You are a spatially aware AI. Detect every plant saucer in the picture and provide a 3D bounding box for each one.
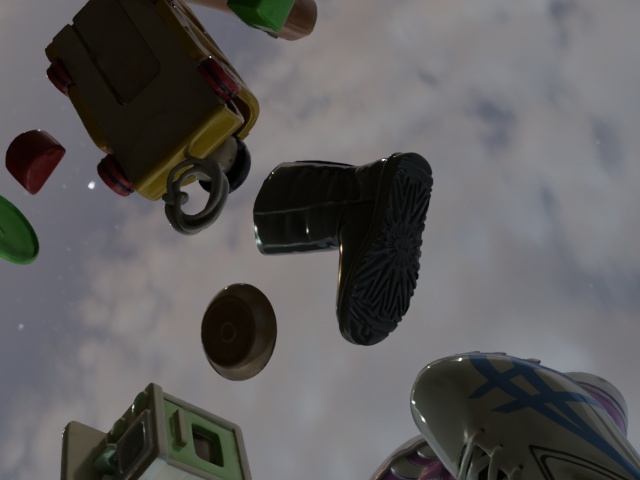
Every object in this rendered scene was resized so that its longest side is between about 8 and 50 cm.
[{"bbox_3d":[-0.074,0.077,0.739,0.083,0.015,0.083,-5,-99,34],"label":"plant saucer"}]

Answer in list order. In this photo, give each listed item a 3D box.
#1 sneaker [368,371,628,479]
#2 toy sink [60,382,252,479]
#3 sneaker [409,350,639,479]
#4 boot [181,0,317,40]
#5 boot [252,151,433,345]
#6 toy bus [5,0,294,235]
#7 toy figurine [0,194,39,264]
[{"bbox_3d":[0.099,0.214,0.658,0.282,0.102,0.161,-47,-178,34],"label":"sneaker"},{"bbox_3d":[-0.223,0.304,1.220,0.131,0.234,0.153,-50,-151,16],"label":"toy sink"},{"bbox_3d":[0.109,0.125,0.400,0.237,0.086,0.085,39,-52,50],"label":"sneaker"},{"bbox_3d":[-0.110,-0.302,1.076,0.109,0.220,0.283,-56,-162,16],"label":"boot"},{"bbox_3d":[0.001,0.002,0.817,0.208,0.076,0.189,0,-117,47],"label":"boot"},{"bbox_3d":[-0.093,-0.087,0.576,0.191,0.104,0.202,2,-107,31],"label":"toy bus"},{"bbox_3d":[-0.330,0.011,0.655,0.159,0.173,0.130,-37,-130,13],"label":"toy figurine"}]
